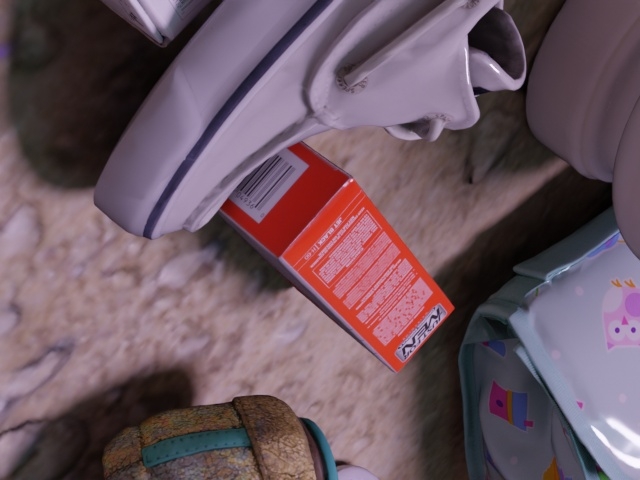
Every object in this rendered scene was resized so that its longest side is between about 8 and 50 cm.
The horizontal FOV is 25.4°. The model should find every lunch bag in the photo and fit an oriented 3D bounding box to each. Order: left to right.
[{"bbox_3d":[0.201,0.077,0.856,0.223,0.160,0.262,-34,134,-20],"label":"lunch bag"}]

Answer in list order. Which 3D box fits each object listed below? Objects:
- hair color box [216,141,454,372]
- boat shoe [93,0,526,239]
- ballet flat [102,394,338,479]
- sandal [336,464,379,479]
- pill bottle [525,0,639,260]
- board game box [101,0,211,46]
[{"bbox_3d":[0.000,0.000,0.593,0.043,0.072,0.141,-48,150,-4],"label":"hair color box"},{"bbox_3d":[0.029,-0.077,0.462,0.267,0.088,0.096,-44,-175,23],"label":"boat shoe"},{"bbox_3d":[-0.085,0.214,0.688,0.123,0.123,0.348,-20,138,-40],"label":"ballet flat"},{"bbox_3d":[0.020,0.234,0.875,0.102,0.076,0.265,-45,130,-38],"label":"sandal"},{"bbox_3d":[0.247,-0.023,0.664,0.169,0.301,0.169,-32,144,-27],"label":"pill bottle"},{"bbox_3d":[-0.043,-0.205,0.338,0.193,0.053,0.305,-47,149,-8],"label":"board game box"}]
